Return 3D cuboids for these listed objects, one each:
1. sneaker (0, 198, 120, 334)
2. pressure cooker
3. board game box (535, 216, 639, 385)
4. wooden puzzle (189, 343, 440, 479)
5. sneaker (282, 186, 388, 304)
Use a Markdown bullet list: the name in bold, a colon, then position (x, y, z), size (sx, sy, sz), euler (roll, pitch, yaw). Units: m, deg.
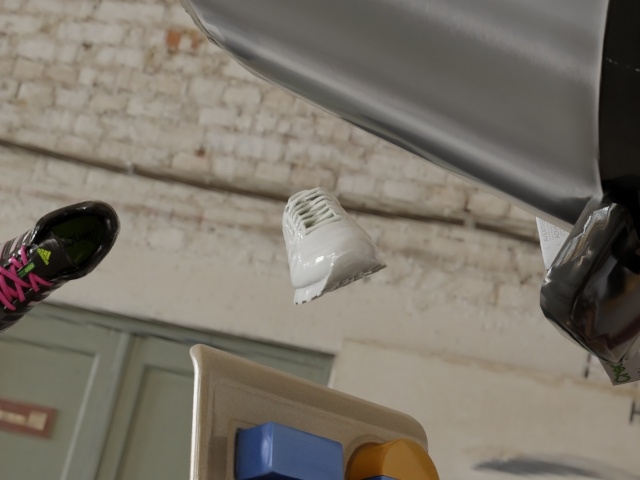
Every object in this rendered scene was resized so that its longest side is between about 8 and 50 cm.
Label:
- **sneaker**: position (-0.225, 0.019, 0.962), size (0.063, 0.170, 0.075), euler (56, -22, -4)
- **pressure cooker**: position (0.170, -0.177, 0.524), size (0.420, 0.375, 0.370), euler (31, -49, 34)
- **board game box**: position (0.293, 0.012, 1.339), size (0.053, 0.193, 0.305), euler (-16, -35, 18)
- **wooden puzzle**: position (0.015, 0.282, 1.141), size (0.080, 0.347, 0.322), euler (-28, -37, 36)
- **sneaker**: position (0.000, 0.000, 1.135), size (0.090, 0.094, 0.235), euler (-18, 4, -7)
